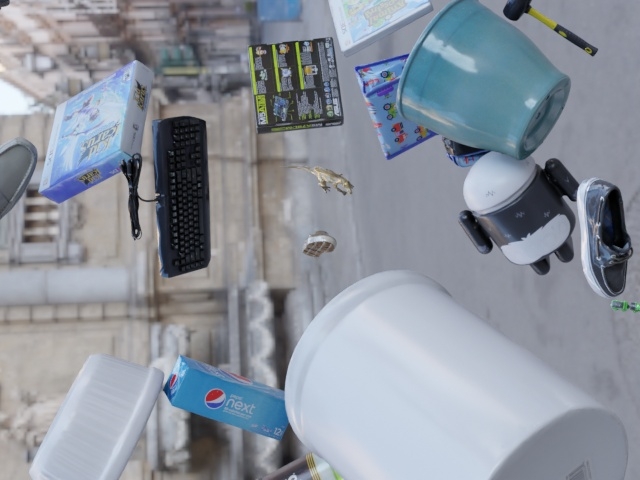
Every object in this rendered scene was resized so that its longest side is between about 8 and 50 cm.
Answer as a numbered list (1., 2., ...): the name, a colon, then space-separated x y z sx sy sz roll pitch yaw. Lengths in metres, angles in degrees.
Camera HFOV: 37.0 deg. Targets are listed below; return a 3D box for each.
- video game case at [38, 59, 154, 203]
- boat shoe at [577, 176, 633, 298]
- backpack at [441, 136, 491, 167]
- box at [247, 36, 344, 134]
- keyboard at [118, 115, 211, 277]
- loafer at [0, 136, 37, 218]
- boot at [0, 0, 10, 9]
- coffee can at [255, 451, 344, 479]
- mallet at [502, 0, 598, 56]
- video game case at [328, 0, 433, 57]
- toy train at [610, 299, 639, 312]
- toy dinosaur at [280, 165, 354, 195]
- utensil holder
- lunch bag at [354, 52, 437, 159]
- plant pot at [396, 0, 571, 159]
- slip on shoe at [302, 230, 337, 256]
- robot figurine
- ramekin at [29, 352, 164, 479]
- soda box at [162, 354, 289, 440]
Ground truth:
1. video game case: -0.486 -0.234 2.074 0.061 0.269 0.244 33 -134 -42
2. boat shoe: 0.502 0.001 1.650 0.076 0.080 0.229 23 129 60
3. backpack: 0.340 -0.243 2.141 0.173 0.158 0.117 -118 16 -72
4. box: -0.053 -0.323 1.995 0.045 0.184 0.191 85 177 -74
5. keyboard: -0.297 -0.081 1.869 0.033 0.201 0.317 16 112 47
6. loafer: -0.701 -0.075 1.993 0.319 0.112 0.111 -54 19 1
7. boot: -0.479 -0.470 1.285 0.118 0.222 0.338 -66 -42 -72
8. coffee can: 0.039 0.487 1.835 0.202 0.275 0.201 62 180 0
9. mallet: 0.427 -0.401 1.747 0.039 0.189 0.062 -53 -13 -40
10. video game case: 0.125 -0.506 2.052 0.023 0.212 0.193 47 -156 -45
11. toy train: 0.495 0.104 1.492 0.023 0.083 0.017 23 -106 -64
12. toy dinosaur: 0.010 -0.142 2.094 0.053 0.183 0.092 -64 -30 -8
13. utensil holder: 0.182 0.268 1.351 0.385 0.327 0.328 37 134 49
14. lunch bag: 0.262 -0.370 2.428 0.138 0.293 0.221 -105 -7 -48
15. plant pot: 0.328 -0.293 1.847 0.255 0.271 0.272 35 147 23
16. slip on shoe: 0.000 0.000 1.778 0.135 0.051 0.041 138 150 -74
17. robot figurine: 0.417 -0.064 1.988 0.278 0.209 0.173 50 167 -17
18. ramekin: -0.375 0.311 1.583 0.273 0.127 0.273 -58 12 19
19. soda box: -0.151 0.264 1.603 0.071 0.210 0.067 -65 26 3
